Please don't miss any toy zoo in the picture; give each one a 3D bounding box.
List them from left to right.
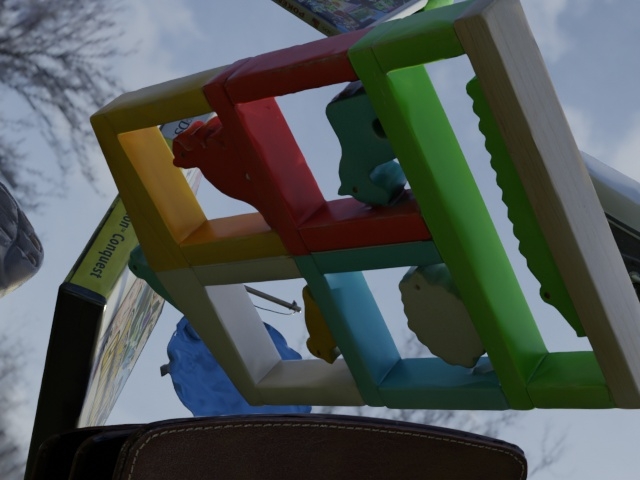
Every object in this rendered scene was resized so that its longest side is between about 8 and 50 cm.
[{"bbox_3d":[0.000,0.000,0.562,0.293,0.030,0.192,-6,-61,42],"label":"toy zoo"}]

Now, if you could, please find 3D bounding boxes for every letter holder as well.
[{"bbox_3d":[-0.035,0.187,0.799,0.152,0.302,0.214,41,-63,56],"label":"letter holder"}]

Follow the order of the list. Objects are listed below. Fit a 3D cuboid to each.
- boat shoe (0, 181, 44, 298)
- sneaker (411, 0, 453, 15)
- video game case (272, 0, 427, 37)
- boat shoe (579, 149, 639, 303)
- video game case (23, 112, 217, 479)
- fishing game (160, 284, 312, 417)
[{"bbox_3d":[-0.360,0.048,0.938,0.130,0.355,0.132,-27,-87,19],"label":"boat shoe"},{"bbox_3d":[0.024,-0.506,1.844,0.483,0.185,0.202,36,13,-19],"label":"sneaker"},{"bbox_3d":[0.020,-0.332,1.494,0.183,0.201,0.023,35,-49,14],"label":"video game case"},{"bbox_3d":[0.340,0.031,1.107,0.301,0.108,0.102,32,-67,2],"label":"boat shoe"},{"bbox_3d":[-0.155,0.050,0.888,0.035,0.248,0.275,21,-48,0],"label":"video game case"},{"bbox_3d":[-0.094,0.156,1.277,0.189,0.264,0.041,19,-43,-28],"label":"fishing game"}]
